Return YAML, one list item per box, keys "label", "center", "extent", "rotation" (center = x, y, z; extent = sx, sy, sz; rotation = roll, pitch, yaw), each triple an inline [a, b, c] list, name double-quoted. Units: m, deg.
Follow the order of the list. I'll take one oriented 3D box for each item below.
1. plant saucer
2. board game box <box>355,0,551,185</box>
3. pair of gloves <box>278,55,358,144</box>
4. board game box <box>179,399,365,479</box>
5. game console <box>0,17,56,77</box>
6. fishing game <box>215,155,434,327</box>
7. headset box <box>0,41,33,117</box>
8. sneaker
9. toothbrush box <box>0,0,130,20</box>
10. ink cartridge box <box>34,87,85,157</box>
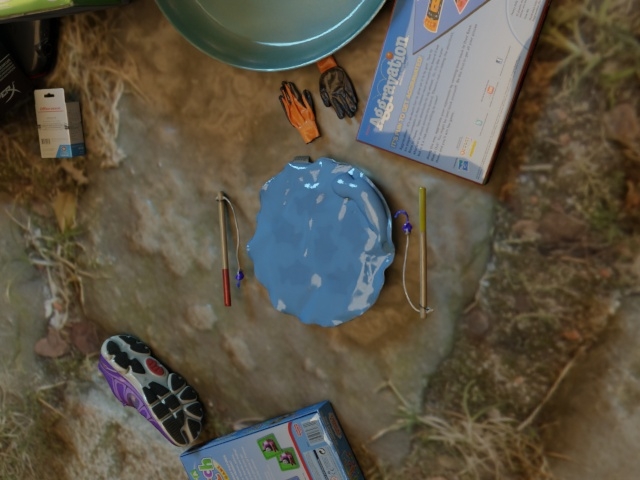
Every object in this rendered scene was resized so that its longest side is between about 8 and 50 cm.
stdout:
- label: "plant saucer"
  center: [-0.049, -0.336, 0.869]
  extent: [0.318, 0.044, 0.317]
  rotation: [5, 103, 23]
- label: "board game box"
  center: [0.140, -0.209, 0.825]
  extent: [0.145, 0.027, 0.281]
  rotation: [22, 109, 16]
- label: "pair of gloves"
  center: [-0.003, -0.153, 0.908]
  extent: [0.083, 0.010, 0.074]
  rotation: [-29, 88, 23]
- label: "board game box"
  center: [-0.051, 0.298, 1.014]
  extent: [0.211, 0.039, 0.160]
  rotation: [-24, 92, 25]
- label: "game console"
  center: [-0.455, -0.418, 1.016]
  extent: [0.342, 0.060, 0.386]
  rotation: [18, 109, 19]
- label: "fishing game"
  center: [0.000, 0.000, 0.927]
  extent: [0.264, 0.041, 0.189]
  rotation: [-4, 93, 29]
- label: "headset box"
  center: [-0.515, -0.247, 0.971]
  extent: [0.218, 0.110, 0.293]
  rotation: [-9, 126, 33]
- label: "sneaker"
  center: [-0.215, 0.193, 1.059]
  extent: [0.170, 0.068, 0.071]
  rotation: [45, 130, 17]
- label: "toothbrush box"
  center: [-0.303, -0.371, 0.851]
  extent: [0.122, 0.206, 0.283]
  rotation: [-9, 105, 5]
- label: "ink cartridge box"
  center: [-0.320, -0.144, 1.035]
  extent: [0.048, 0.028, 0.083]
  rotation: [2, 103, 23]
